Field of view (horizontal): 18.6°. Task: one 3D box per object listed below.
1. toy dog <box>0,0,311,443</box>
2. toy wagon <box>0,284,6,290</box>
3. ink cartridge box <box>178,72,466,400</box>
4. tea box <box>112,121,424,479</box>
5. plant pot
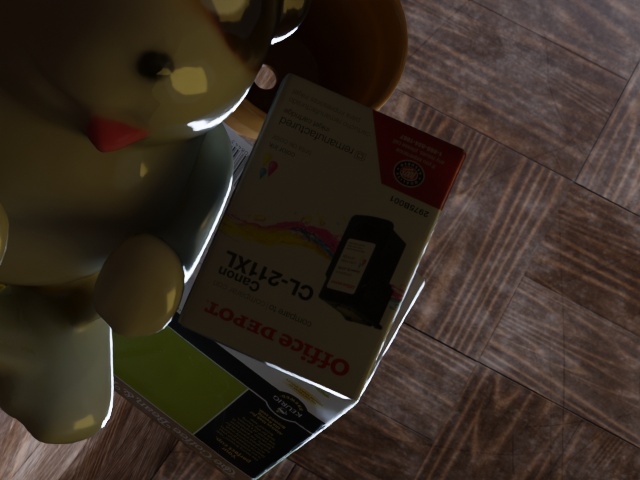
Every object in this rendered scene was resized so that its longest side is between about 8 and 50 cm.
[{"bbox_3d":[-0.166,-0.100,1.298,0.408,0.284,0.395,-44,-154,48],"label":"toy dog"},{"bbox_3d":[-0.396,0.177,1.954,0.344,0.068,0.267,-65,174,21],"label":"toy wagon"},{"bbox_3d":[0.000,0.000,1.251,0.072,0.127,0.175,163,-50,-86],"label":"ink cartridge box"},{"bbox_3d":[-0.110,0.087,2.428,0.323,0.329,0.220,-41,-167,50],"label":"tea box"},{"bbox_3d":[-0.036,-0.185,1.985,0.205,0.205,0.188,-60,-172,-18],"label":"plant pot"}]
